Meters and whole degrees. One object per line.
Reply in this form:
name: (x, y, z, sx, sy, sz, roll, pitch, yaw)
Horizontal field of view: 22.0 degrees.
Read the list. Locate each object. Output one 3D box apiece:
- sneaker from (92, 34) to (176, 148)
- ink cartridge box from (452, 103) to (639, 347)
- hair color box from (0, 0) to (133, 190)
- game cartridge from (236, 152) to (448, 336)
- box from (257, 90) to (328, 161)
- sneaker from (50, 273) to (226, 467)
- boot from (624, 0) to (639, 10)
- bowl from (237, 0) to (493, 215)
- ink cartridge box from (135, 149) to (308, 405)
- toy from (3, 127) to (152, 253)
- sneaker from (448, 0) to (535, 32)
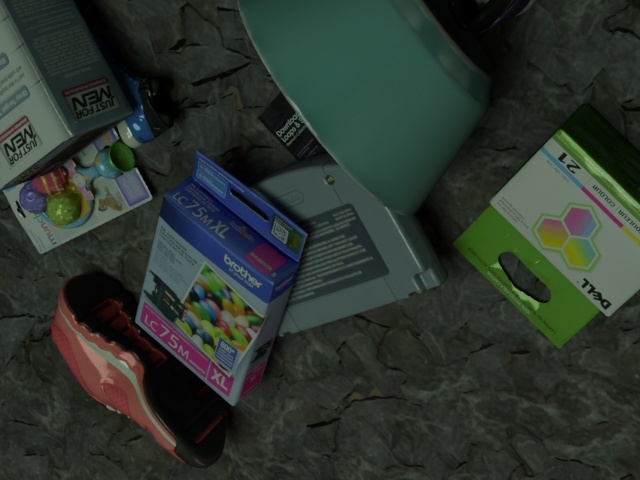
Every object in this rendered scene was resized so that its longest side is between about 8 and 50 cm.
sneaker: (-0.234, -0.199, 2.057, 0.085, 0.058, 0.152, -25, 91, 27)
ink cartridge box: (0.272, 0.005, 1.848, 0.189, 0.097, 0.255, 44, 125, 4)
hair color box: (-0.405, -0.270, 2.041, 0.185, 0.113, 0.374, -29, 88, 43)
game cartridge: (0.000, 0.000, 1.995, 0.297, 0.062, 0.198, -19, 100, 45)
box: (0.014, -0.128, 1.969, 0.162, 0.029, 0.116, 47, 126, 4)
sneaker: (-0.249, 0.189, 2.231, 0.314, 0.116, 0.136, 48, 136, 9)
boot: (0.410, -0.304, 1.573, 0.338, 0.118, 0.222, 21, 128, -22)
bowl: (0.070, -0.198, 1.772, 0.163, 0.311, 0.311, -37, 92, 15)
ink cartridge box: (-0.130, 0.051, 2.057, 0.186, 0.065, 0.311, 39, 138, 17)
toy: (-0.343, -0.069, 2.177, 0.237, 0.056, 0.137, -24, 98, 35)
sneaker: (0.212, -0.340, 1.701, 0.107, 0.124, 0.283, 26, 122, 15)
